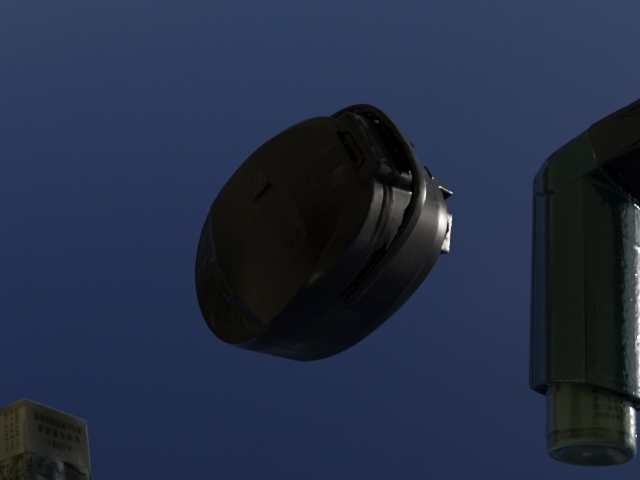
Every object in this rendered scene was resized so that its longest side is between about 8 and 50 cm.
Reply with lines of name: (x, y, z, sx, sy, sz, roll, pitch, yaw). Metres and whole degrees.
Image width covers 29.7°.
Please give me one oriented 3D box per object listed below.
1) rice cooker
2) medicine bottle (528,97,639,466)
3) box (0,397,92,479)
rice cooker: (0.000, 0.000, 0.714, 0.165, 0.106, 0.112, -40, -127, 19)
medicine bottle: (0.209, 0.030, 0.875, 0.124, 0.079, 0.258, -17, -123, 43)
box: (-0.145, 0.131, 0.640, 0.024, 0.054, 0.083, -21, -119, 19)
